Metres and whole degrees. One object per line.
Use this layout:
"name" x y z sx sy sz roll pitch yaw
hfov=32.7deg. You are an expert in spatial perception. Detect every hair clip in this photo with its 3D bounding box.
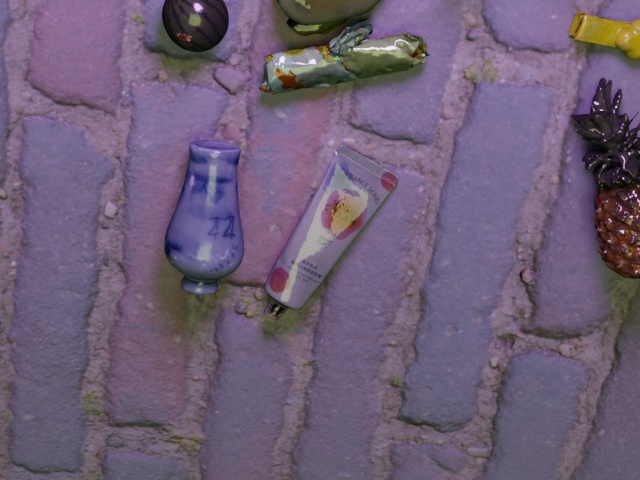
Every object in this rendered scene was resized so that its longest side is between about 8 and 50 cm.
"hair clip" 0.504 -0.341 1.806 0.173 0.046 0.072 13 117 -10

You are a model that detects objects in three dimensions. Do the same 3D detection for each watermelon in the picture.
"watermelon" -0.206 -0.361 1.723 0.105 0.105 0.133 -35 132 12

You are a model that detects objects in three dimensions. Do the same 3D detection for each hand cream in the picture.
"hand cream" 0.000 0.000 1.926 0.124 0.078 0.340 29 105 -14

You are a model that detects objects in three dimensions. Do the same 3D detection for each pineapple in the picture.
"pineapple" 0.526 -0.108 1.862 0.169 0.169 0.340 -17 105 5

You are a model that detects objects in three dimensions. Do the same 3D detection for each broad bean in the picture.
"broad bean" 0.027 -0.421 1.719 0.169 0.100 0.228 29 108 -22

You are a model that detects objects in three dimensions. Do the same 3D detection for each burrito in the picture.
"burrito" 0.035 -0.304 1.782 0.288 0.054 0.104 -9 137 0

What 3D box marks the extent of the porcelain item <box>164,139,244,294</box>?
"porcelain item" -0.192 -0.037 1.863 0.141 0.141 0.259 8 105 -6
